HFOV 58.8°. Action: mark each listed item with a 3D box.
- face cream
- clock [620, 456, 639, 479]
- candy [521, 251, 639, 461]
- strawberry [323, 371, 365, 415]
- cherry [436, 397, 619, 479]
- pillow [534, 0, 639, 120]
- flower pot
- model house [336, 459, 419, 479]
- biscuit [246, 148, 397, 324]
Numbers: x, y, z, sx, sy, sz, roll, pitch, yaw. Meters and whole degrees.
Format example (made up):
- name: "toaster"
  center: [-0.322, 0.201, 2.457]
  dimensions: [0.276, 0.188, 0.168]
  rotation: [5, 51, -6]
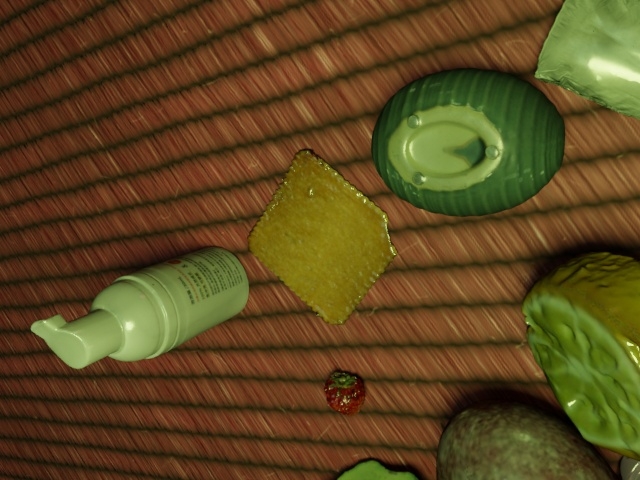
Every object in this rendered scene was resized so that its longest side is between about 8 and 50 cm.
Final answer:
- name: "face cream"
  center: [-0.282, 0.119, 0.931]
  dimensions: [0.145, 0.370, 0.145]
  rotation: [8, 107, 28]
- name: "clock"
  center: [0.440, 0.346, 0.734]
  dimensions: [0.050, 0.152, 0.110]
  rotation: [31, 158, -9]
- name: "candy"
  center: [0.351, 0.137, 0.669]
  dimensions: [0.260, 0.118, 0.260]
  rotation: [54, 163, 25]
- name: "strawberry"
  center: [0.044, 0.269, 0.970]
  dimensions: [0.073, 0.073, 0.083]
  rotation: [4, 118, 28]
- name: "cherry"
  center: [0.278, 0.338, 0.767]
  dimensions: [0.300, 0.203, 0.230]
  rotation: [16, 108, 52]
- name: "pillow"
  center: [0.377, -0.207, 0.665]
  dimensions: [0.229, 0.051, 0.128]
  rotation: [32, 119, 16]
- name: "flower pot"
  center: [0.184, -0.125, 0.734]
  dimensions: [0.243, 0.157, 0.189]
  rotation: [4, 107, 30]
- name: "model house"
  center: [0.107, 0.515, 0.961]
  dimensions: [0.214, 0.195, 0.189]
  rotation: [-11, 123, 45]
- name: "biscuit"
  center: [0.000, 0.000, 0.952]
  dimensions: [0.237, 0.013, 0.232]
  rotation: [41, 119, 13]
